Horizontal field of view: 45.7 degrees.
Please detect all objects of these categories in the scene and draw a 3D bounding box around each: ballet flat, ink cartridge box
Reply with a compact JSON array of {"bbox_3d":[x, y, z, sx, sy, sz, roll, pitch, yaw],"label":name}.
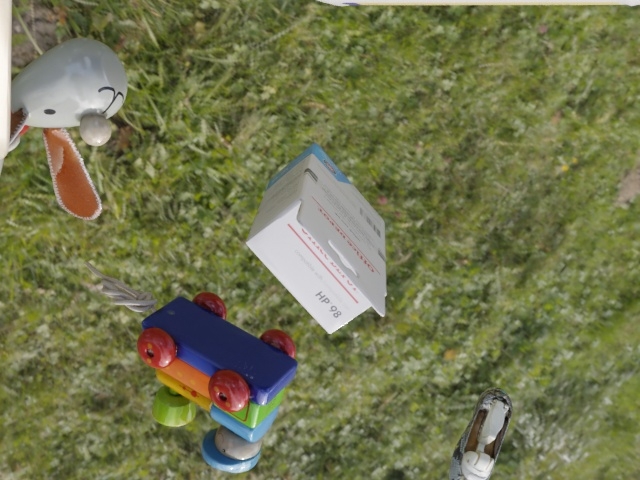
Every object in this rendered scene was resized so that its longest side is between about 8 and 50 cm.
[{"bbox_3d":[0.151,0.191,0.711,0.041,0.041,0.114,35,72,-45],"label":"ballet flat"},{"bbox_3d":[0.000,0.000,0.621,0.060,0.180,0.104,-36,106,18],"label":"ink cartridge box"}]

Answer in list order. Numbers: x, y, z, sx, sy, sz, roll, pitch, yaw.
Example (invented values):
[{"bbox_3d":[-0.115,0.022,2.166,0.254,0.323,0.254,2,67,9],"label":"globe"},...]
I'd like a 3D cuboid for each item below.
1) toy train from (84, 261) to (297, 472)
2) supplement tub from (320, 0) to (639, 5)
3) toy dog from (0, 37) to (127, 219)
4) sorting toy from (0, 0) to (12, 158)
[{"bbox_3d":[-0.152,0.130,0.791,0.105,0.248,0.143,-36,146,-53],"label":"toy train"},{"bbox_3d":[0.138,-0.280,0.503,0.241,0.331,0.241,8,90,-65],"label":"supplement tub"},{"bbox_3d":[-0.312,-0.037,0.680,0.334,0.161,0.220,-32,165,39],"label":"toy dog"},{"bbox_3d":[-0.221,-0.106,0.209,0.255,0.089,0.257,0,137,-23],"label":"sorting toy"}]
